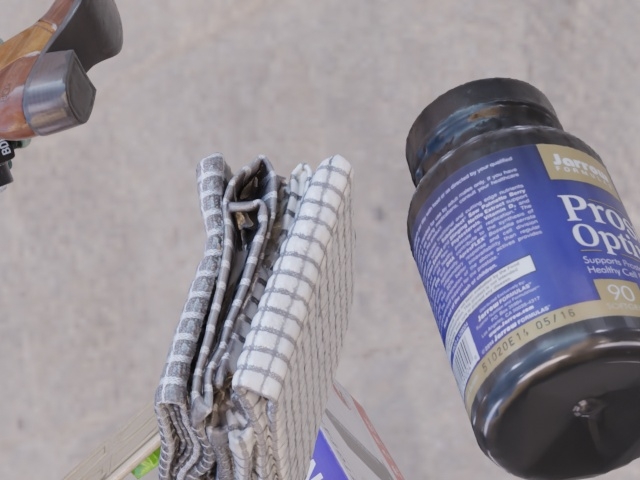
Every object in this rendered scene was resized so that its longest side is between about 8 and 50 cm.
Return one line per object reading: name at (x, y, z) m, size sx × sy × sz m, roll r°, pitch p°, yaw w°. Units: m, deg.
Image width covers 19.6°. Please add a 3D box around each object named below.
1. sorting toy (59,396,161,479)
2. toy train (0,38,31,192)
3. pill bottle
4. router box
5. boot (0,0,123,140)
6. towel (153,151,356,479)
sorting toy at (-0.187, 0.207, 1.709) m, size 0.038 × 0.208 × 0.193 m, roll 53°, pitch 179°, yaw -8°
toy train at (-0.469, -0.207, 2.248) m, size 0.190 × 0.142 × 0.334 m, roll -10°, pitch 103°, yaw 58°
pill bottle at (0.117, 0.015, 1.029) m, size 0.123 × 0.122 × 0.219 m, roll -57°, pitch 35°, yaw 36°
router box at (0.015, 0.251, 2.008) m, size 0.082 × 0.301 × 0.335 m, roll -37°, pitch 46°, yaw 5°
boot at (-0.360, -0.182, 1.965) m, size 0.280 × 0.096 × 0.264 m, roll -9°, pitch 46°, yaw 18°
towel at (-0.057, 0.087, 1.486) m, size 0.284 × 0.121 × 0.235 m, roll 87°, pitch -162°, yaw -60°
